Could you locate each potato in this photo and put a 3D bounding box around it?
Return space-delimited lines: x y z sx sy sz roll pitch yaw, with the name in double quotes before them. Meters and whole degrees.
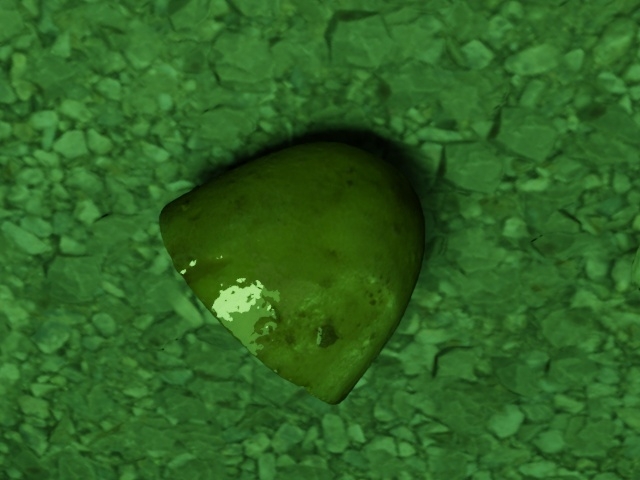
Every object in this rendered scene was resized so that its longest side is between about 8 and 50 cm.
"potato" 0.000 0.000 1.486 0.203 0.178 0.158 44 107 -5

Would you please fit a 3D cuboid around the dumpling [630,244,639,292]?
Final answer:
"dumpling" 0.322 -0.019 1.457 0.199 0.118 0.136 -21 128 -3
